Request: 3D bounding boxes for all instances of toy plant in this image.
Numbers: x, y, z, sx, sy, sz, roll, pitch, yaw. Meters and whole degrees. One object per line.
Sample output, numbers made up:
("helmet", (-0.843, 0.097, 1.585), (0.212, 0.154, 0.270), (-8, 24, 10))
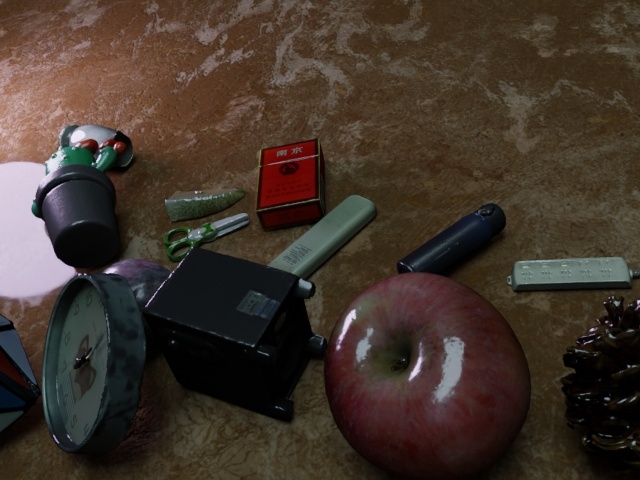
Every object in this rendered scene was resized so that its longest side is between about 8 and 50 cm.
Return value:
("toy plant", (-0.601, -0.109, 1.742), (0.279, 0.185, 0.400), (-53, 43, 25))

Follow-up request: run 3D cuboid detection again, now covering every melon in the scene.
("melon", (-0.279, -0.097, 1.741), (0.182, 0.054, 0.098), (-3, 30, 13))

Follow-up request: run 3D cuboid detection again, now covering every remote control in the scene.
("remote control", (-0.001, 0.000, 1.555), (0.090, 0.038, 0.309), (26, 56, 38))

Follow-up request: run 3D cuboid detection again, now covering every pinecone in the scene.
("pinecone", (0.466, 0.220, 1.053), (0.257, 0.243, 0.243), (45, 62, -2))

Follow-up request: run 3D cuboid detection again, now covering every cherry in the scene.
("cherry", (-0.363, 0.125, 1.434), (0.195, 0.195, 0.195), (-8, 44, 8))

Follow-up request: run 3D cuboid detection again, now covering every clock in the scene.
("clock", (-0.412, 0.216, 1.277), (0.067, 0.325, 0.325), (9, 28, -39))

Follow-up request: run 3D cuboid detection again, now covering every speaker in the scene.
("speaker", (-0.144, 0.171, 1.285), (0.254, 0.232, 0.184), (14, 51, 22))

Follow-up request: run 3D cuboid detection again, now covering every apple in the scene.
("apple", (0.169, 0.220, 1.135), (0.345, 0.269, 0.344), (-18, 52, 25))

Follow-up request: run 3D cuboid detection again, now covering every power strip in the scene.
("power strip", (0.484, 0.065, 1.355), (0.253, 0.027, 0.060), (-3, 45, 13))

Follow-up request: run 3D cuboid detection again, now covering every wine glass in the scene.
("wine glass", (-0.610, -0.258, 1.944), (0.204, 0.111, 0.111), (11, 50, 30))

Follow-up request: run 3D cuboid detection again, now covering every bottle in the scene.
("bottle", (0.266, 0.008, 1.438), (0.244, 0.082, 0.072), (-32, 43, -17))

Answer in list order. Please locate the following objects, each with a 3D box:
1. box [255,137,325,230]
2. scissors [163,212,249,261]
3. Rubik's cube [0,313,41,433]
("box", (-0.068, -0.136, 1.688), (0.153, 0.074, 0.240), (-13, 41, 11))
("scissors", (-0.261, -0.017, 1.656), (0.204, 0.027, 0.101), (-21, 45, -3))
("Rubik's cube", (-0.715, 0.247, 1.330), (0.246, 0.250, 0.248), (-40, 44, -5))
